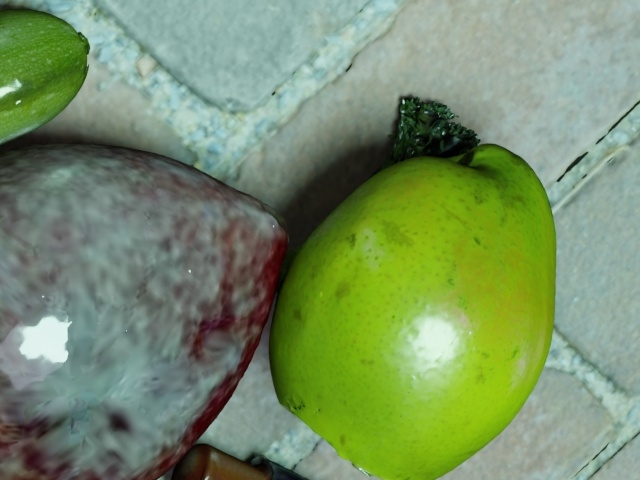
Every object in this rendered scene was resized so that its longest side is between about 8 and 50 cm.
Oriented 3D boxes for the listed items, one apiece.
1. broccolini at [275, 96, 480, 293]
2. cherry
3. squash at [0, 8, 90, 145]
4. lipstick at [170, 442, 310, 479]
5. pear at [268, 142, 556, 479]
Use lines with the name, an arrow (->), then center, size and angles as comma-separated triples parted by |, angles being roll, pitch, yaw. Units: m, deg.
broccolini -> 0.004, 0.003, 1.352 | 0.254, 0.071, 0.057 | -40, 145, 11
cherry -> -0.154, 0.051, 1.213 | 0.300, 0.203, 0.230 | -26, 113, -19
squash -> -0.294, -0.052, 1.178 | 0.341, 0.094, 0.094 | -26, 120, -7
lipstick -> 0.020, 0.222, 1.430 | 0.300, 0.081, 0.081 | 28, 102, -30
pear -> 0.064, 0.038, 1.251 | 0.187, 0.187, 0.219 | 28, 91, -29
